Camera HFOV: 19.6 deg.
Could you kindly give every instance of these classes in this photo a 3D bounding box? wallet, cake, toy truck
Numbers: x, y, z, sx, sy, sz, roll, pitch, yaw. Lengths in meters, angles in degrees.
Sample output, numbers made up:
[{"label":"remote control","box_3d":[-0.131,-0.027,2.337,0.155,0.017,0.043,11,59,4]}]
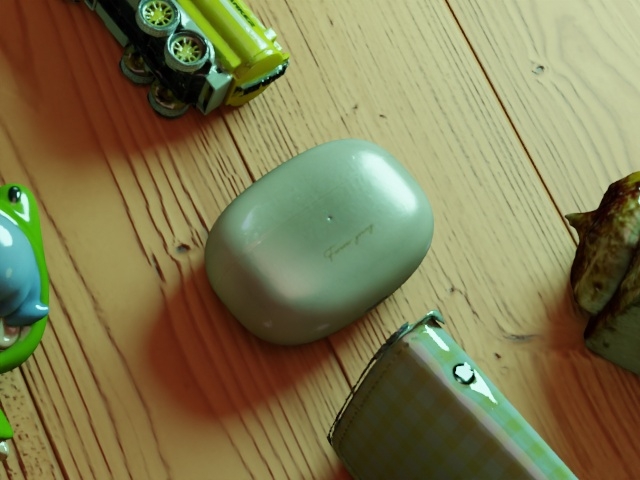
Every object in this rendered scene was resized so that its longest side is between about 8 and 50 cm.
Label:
[{"label":"wallet","box_3d":[0.142,0.215,1.401,0.077,0.223,0.309,-35,77,-29]},{"label":"cake","box_3d":[0.350,0.024,1.557,0.293,0.199,0.196,28,65,4]},{"label":"toy truck","box_3d":[-0.135,-0.208,1.622,0.114,0.098,0.227,-35,78,-28]}]

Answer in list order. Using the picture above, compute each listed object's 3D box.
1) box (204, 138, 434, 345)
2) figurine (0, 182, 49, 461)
[{"label":"box","box_3d":[0.000,0.000,1.552,0.200,0.088,0.146,-34,77,-25]},{"label":"figurine","box_3d":[-0.295,0.078,1.435,0.162,0.143,0.263,6,80,0]}]
